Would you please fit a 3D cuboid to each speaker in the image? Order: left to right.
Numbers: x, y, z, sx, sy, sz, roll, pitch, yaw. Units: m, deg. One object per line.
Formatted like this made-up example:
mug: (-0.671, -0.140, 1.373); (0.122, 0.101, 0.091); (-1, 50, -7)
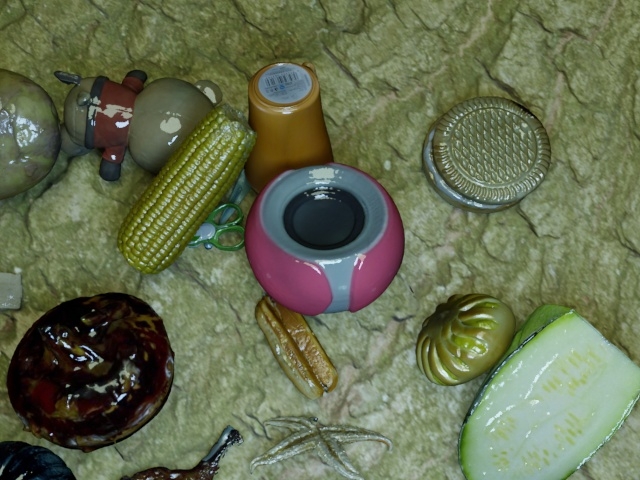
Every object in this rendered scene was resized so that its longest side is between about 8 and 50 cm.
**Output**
speaker: (0.000, 0.000, 1.720); (0.295, 0.294, 0.294); (1, 69, -2)

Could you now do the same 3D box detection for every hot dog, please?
hot dog: (-0.051, 0.191, 1.756); (0.092, 0.062, 0.235); (-19, 65, -26)

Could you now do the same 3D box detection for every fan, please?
fan: (-0.179, -0.063, 1.870); (0.038, 0.016, 0.193); (26, 70, 5)

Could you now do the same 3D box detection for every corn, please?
corn: (-0.244, -0.093, 1.734); (0.131, 0.131, 0.344); (42, 101, 12)

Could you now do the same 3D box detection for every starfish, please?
starfish: (0.006, 0.370, 1.672); (0.248, 0.050, 0.138); (7, 35, 2)

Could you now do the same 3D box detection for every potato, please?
potato: (-0.621, -0.181, 1.785); (0.237, 0.288, 0.300); (21, 52, -13)

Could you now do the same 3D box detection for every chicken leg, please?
chicken leg: (-0.243, 0.421, 1.669); (0.253, 0.051, 0.106); (-25, 67, -15)

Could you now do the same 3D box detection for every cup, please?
cup: (-0.055, -0.225, 1.818); (0.182, 0.264, 0.226); (19, 58, 13)

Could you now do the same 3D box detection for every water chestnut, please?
water chestnut: (-0.399, 0.217, 1.620); (0.300, 0.300, 0.299); (1, 69, -2)

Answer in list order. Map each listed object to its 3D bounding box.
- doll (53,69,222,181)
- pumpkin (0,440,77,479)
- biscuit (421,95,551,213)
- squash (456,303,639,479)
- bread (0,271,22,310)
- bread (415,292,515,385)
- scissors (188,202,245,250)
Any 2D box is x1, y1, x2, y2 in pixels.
doll: (-0.360, -0.238, 1.841); (0.330, 0.174, 0.235); (10, 72, 0)
pumpkin: (-0.526, 0.449, 1.539); (0.248, 0.248, 0.247); (1, 69, -2)
biscuit: (0.335, -0.176, 1.903); (0.259, 0.079, 0.259); (1, 69, -2)
squash: (0.379, 0.306, 1.652); (0.234, 0.210, 0.309); (42, 67, -6)
bread: (-0.656, 0.104, 1.781); (0.152, 0.105, 0.077); (10, 65, -33)
bread: (0.252, 0.172, 1.702); (0.105, 0.213, 0.213); (44, 71, -19)
scissors: (-0.246, -0.010, 1.828); (0.205, 0.027, 0.101); (-13, 61, 1)
